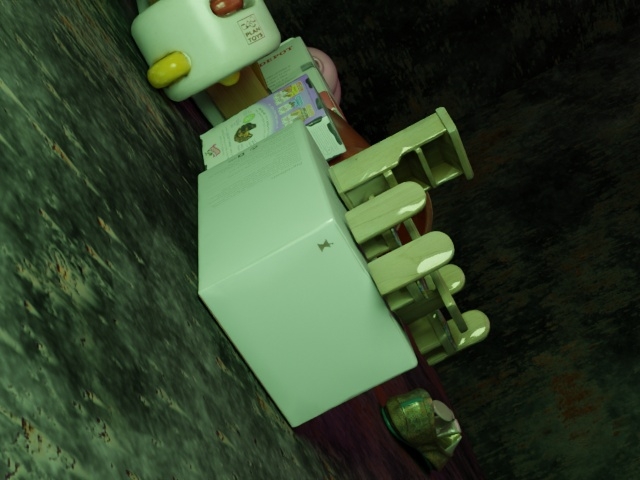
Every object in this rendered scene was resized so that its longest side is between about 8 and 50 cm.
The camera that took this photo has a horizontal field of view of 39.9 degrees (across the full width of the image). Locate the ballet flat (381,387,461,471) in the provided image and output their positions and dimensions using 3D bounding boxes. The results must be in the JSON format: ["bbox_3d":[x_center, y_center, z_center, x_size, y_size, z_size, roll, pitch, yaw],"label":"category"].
[{"bbox_3d":[0.226,0.386,1.794,0.348,0.123,0.123,52,11,-56],"label":"ballet flat"}]

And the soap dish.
[{"bbox_3d":[-0.198,-0.339,1.528,0.291,0.118,0.229,55,10,-40],"label":"soap dish"}]

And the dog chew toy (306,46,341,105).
[{"bbox_3d":[-0.048,-0.318,1.941,0.206,0.207,0.332,62,-14,6],"label":"dog chew toy"}]

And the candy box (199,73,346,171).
[{"bbox_3d":[-0.076,-0.145,1.309,0.070,0.196,0.165,57,8,-32],"label":"candy box"}]

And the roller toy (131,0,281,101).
[{"bbox_3d":[-0.162,-0.292,1.281,0.146,0.191,0.209,62,6,-11],"label":"roller toy"}]

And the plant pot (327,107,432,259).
[{"bbox_3d":[0.003,-0.075,1.435,0.272,0.272,0.265,56,2,-40],"label":"plant pot"}]

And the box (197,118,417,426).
[{"bbox_3d":[-0.029,0.024,1.103,0.215,0.168,0.345,59,7,-25],"label":"box"}]

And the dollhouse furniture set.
[{"bbox_3d":[0.134,-0.012,1.050,0.212,0.161,0.242,54,10,-54],"label":"dollhouse furniture set"}]

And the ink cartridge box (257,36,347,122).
[{"bbox_3d":[-0.071,-0.233,1.657,0.117,0.207,0.283,55,9,-41],"label":"ink cartridge box"}]
